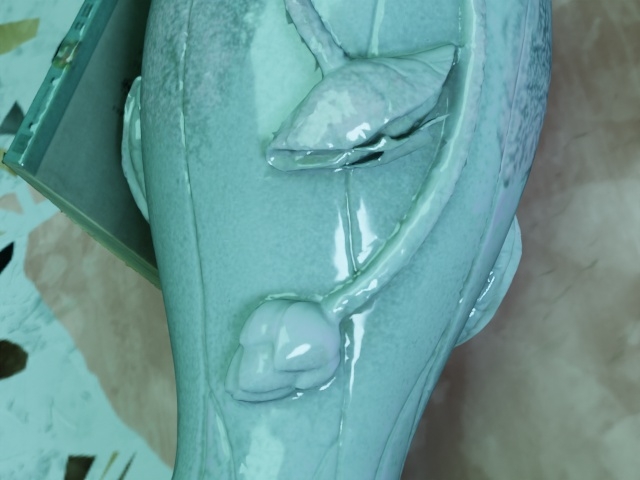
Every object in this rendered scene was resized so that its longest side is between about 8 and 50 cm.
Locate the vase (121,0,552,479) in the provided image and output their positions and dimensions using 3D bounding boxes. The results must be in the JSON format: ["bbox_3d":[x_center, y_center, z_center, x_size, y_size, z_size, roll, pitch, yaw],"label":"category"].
[{"bbox_3d":[0.000,0.000,0.759,0.249,0.250,0.446,0,74,30],"label":"vase"}]

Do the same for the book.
[{"bbox_3d":[-0.078,-0.126,0.882,0.025,0.215,0.283,17,74,29],"label":"book"}]
